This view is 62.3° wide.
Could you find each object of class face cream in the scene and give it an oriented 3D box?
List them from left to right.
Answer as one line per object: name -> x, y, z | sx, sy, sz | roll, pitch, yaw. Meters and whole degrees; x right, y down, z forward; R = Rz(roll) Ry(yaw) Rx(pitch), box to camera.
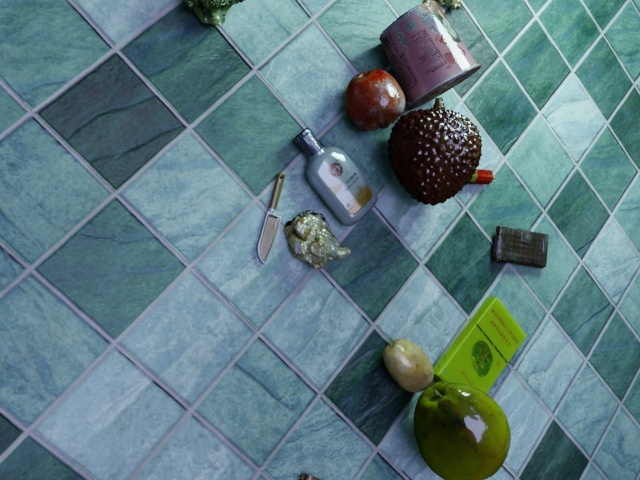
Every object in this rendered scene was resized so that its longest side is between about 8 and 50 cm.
face cream -> 0.036, -0.185, 1.479 | 0.144, 0.071, 0.291 | -43, 104, -21

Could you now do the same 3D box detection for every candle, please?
candle -> 0.518, -0.208, 1.719 | 0.130, 0.052, 0.052 | -2, 88, -26

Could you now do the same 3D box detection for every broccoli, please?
broccoli -> -0.273, -0.620, 1.337 | 0.162, 0.145, 0.138 | -19, 127, -40

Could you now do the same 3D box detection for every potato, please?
potato -> 0.256, 0.361, 1.527 | 0.178, 0.109, 0.118 | 50, 47, -20

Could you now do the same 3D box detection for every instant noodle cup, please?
instant noodle cup -> 0.308, -0.542, 1.553 | 0.243, 0.243, 0.231 | -30, 92, -24

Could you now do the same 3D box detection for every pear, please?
pear -> 0.398, 0.542, 1.497 | 0.269, 0.269, 0.321 | -38, 109, -22

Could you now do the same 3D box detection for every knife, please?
knife -> -0.126, -0.061, 1.422 | 0.046, 0.022, 0.256 | 19, 79, -27

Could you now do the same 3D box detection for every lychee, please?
lychee -> 0.329, -0.252, 1.513 | 0.275, 0.275, 0.305 | 1, 101, -25

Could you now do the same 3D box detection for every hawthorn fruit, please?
hawthorn fruit -> 0.152, -0.399, 1.498 | 0.172, 0.173, 0.173 | 2, 86, -25

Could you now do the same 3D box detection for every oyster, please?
oyster -> 0.000, 0.000, 1.449 | 0.191, 0.081, 0.163 | 9, 79, -28

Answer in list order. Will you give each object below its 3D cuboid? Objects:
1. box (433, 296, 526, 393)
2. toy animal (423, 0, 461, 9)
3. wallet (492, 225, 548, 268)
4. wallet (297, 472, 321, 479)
box -> 0.507, 0.360, 1.678 | 0.335, 0.047, 0.187 | -46, 106, -21
toy animal -> 0.352, -0.812, 1.683 | 0.241, 0.056, 0.099 | 42, 64, -15
wallet -> 0.675, 0.023, 1.782 | 0.230, 0.042, 0.124 | 8, 86, -24
wallet -> -0.008, 0.728, 1.418 | 0.195, 0.042, 0.161 | 35, 77, -21
